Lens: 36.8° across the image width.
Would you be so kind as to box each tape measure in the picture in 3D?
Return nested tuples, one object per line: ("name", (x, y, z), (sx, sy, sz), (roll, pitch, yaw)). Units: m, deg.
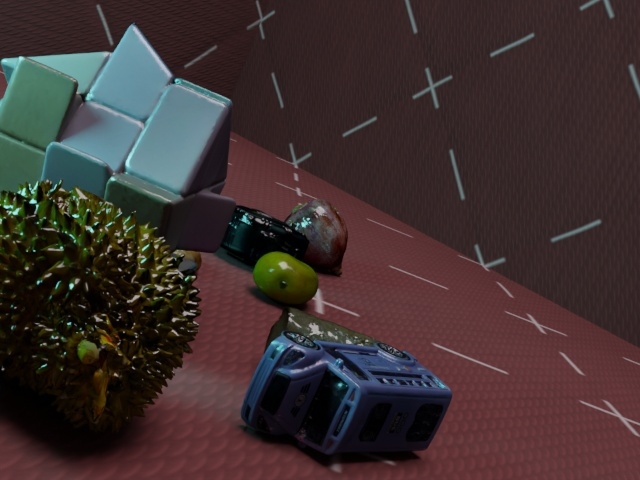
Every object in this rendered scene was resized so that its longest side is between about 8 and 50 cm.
("tape measure", (-0.144, -0.008, 2.030), (0.199, 0.112, 0.186), (23, 1, 35))

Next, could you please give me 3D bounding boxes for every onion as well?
("onion", (0.000, 0.000, 2.241), (0.195, 0.159, 0.159), (55, 6, -9))

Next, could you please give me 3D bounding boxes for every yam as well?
("yam", (0.018, 0.176, 1.426), (0.194, 0.107, 0.107), (21, 10, -15))

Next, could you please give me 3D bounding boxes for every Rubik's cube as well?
("Rubik's cube", (-0.306, -0.083, 1.391), (0.358, 0.368, 0.387), (23, -24, 4))

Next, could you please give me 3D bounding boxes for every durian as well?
("durian", (-0.260, 0.072, 1.042), (0.293, 0.258, 0.258), (39, 16, 26))

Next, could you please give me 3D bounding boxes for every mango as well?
("mango", (-0.058, 0.073, 1.840), (0.117, 0.089, 0.163), (29, 11, 32))

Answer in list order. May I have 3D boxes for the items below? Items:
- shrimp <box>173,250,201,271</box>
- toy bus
("shrimp", (-0.344, -0.005, 1.733), (0.287, 0.063, 0.152), (20, 22, -24))
("toy bus", (0.039, 0.207, 1.253), (0.133, 0.125, 0.292), (32, 12, 40))
